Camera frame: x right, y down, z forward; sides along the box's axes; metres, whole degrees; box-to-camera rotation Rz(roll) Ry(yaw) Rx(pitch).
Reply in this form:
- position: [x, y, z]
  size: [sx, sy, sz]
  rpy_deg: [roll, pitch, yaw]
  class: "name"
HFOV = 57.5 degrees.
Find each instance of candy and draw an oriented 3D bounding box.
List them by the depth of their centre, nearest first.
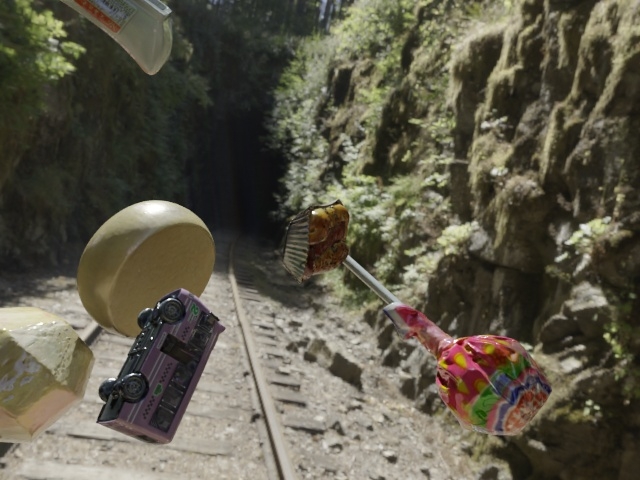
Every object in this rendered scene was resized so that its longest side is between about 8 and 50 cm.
- position: [0.132, 0.108, 0.774]
  size: [0.124, 0.124, 0.365]
  rpy_deg: [10, 25, -46]
  class: "candy"

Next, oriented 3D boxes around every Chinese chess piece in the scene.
- position: [-0.321, 0.055, 1.097]
  size: [0.102, 0.273, 0.273]
  rpy_deg: [31, 11, 28]
  class: "Chinese chess piece"

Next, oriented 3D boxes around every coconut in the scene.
- position: [-0.544, 0.238, 1.023]
  size: [0.259, 0.259, 0.259]
  rpy_deg: [12, 2, 0]
  class: "coconut"

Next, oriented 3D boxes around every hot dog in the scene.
- position: [0.000, 0.000, 0.786]
  size: [0.059, 0.108, 0.191]
  rpy_deg: [14, 11, 16]
  class: "hot dog"

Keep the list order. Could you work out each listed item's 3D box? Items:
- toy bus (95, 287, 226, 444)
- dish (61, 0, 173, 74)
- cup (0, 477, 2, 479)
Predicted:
- position: [-0.216, 0.172, 0.802]
  size: [0.108, 0.199, 0.096]
  rpy_deg: [37, -35, -23]
  class: "toy bus"
- position: [-0.291, -0.331, 0.800]
  size: [0.212, 0.077, 0.151]
  rpy_deg: [34, 16, -20]
  class: "dish"
- position: [-0.508, 0.389, 0.881]
  size: [0.077, 0.078, 0.100]
  rpy_deg: [32, -11, 45]
  class: "cup"
